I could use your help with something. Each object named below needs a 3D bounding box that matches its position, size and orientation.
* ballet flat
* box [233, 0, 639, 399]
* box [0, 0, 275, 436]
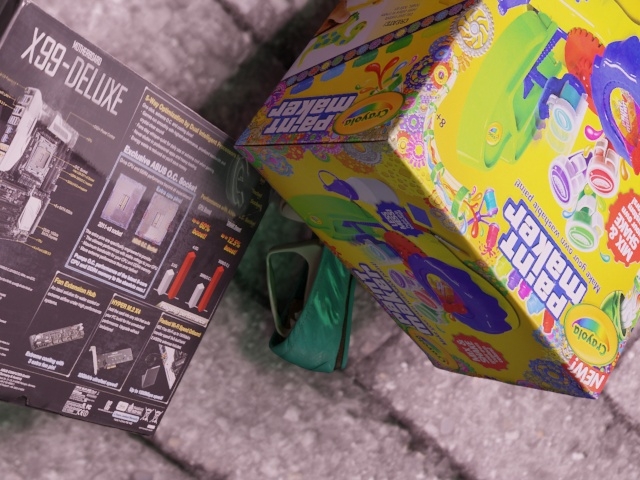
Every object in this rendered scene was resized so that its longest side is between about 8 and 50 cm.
[{"bbox_3d":[0.000,0.000,0.934,0.087,0.083,0.247,8,107,-11],"label":"ballet flat"},{"bbox_3d":[0.140,-0.079,0.846,0.290,0.177,0.279,47,65,-31],"label":"box"},{"bbox_3d":[-0.180,-0.004,0.759,0.307,0.077,0.242,30,85,-56],"label":"box"}]
